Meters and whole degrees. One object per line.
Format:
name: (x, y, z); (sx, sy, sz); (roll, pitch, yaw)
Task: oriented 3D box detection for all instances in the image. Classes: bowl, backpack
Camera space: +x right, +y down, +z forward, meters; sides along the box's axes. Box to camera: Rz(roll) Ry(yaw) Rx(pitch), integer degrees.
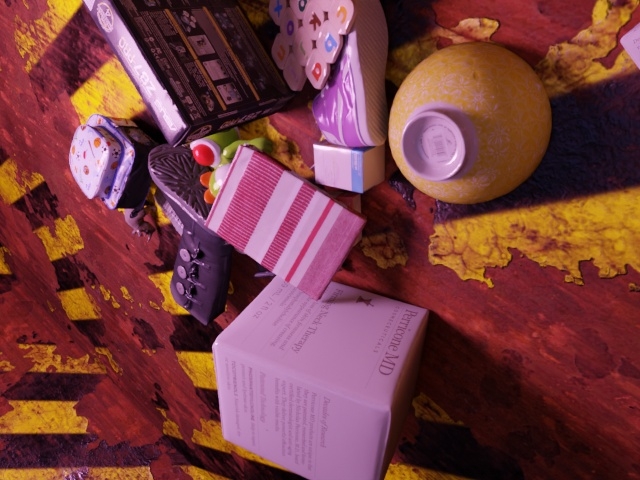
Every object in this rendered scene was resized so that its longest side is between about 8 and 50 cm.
bowl: (0.225, -0.180, 0.817); (0.289, 0.156, 0.290); (21, 127, 31)
backpack: (-0.630, -0.248, 1.437); (0.263, 0.213, 0.277); (45, 113, 31)

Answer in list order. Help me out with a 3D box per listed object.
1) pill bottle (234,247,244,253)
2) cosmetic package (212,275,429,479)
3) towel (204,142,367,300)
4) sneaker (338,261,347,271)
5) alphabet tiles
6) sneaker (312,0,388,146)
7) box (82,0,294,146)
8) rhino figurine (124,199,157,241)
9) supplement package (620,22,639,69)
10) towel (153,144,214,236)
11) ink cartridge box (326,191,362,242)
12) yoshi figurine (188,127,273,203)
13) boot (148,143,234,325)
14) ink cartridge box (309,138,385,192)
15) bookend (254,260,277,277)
pill bottle: (-0.202, -0.033, 1.320); (0.078, 0.078, 0.137); (35, 131, 20)
cosmetic package: (0.010, 0.321, 1.119); (0.393, 0.329, 0.328); (15, 123, 19)
towel: (-0.085, -0.040, 1.072); (0.328, 0.037, 0.237); (33, 114, 6)
sneaker: (-0.002, 0.001, 1.192); (0.089, 0.051, 0.170); (-5, 115, 42)
alphabet tiles: (-0.021, -0.442, 0.907); (0.278, 0.021, 0.284); (63, 141, 29)
sneaker: (0.041, -0.323, 0.912); (0.160, 0.102, 0.283); (11, 107, 43)
box: (-0.272, -0.422, 0.986); (0.097, 0.318, 0.395); (-28, 95, 46)
rhino figurine: (-0.624, -0.106, 1.619); (0.073, 0.106, 0.244); (13, 121, 36)
supplement package: (0.500, -0.259, 0.499); (0.145, 0.204, 0.261); (55, 136, 0)
towel: (-0.392, -0.108, 1.457); (0.312, 0.056, 0.324); (50, 136, 6)
ink cartridge box: (-0.007, -0.054, 1.107); (0.197, 0.067, 0.116); (4, 108, 22)
yoshi figurine: (-0.204, -0.218, 1.188); (0.202, 0.203, 0.363); (-21, 87, 11)
boot: (-0.387, -0.006, 1.397); (0.367, 0.146, 0.445); (49, 143, 24)
ink cartridge box: (0.054, -0.169, 1.013); (0.143, 0.092, 0.090); (17, 123, 33)
bookend: (-0.135, 0.015, 1.294); (0.156, 0.072, 0.158); (-7, 109, 43)
